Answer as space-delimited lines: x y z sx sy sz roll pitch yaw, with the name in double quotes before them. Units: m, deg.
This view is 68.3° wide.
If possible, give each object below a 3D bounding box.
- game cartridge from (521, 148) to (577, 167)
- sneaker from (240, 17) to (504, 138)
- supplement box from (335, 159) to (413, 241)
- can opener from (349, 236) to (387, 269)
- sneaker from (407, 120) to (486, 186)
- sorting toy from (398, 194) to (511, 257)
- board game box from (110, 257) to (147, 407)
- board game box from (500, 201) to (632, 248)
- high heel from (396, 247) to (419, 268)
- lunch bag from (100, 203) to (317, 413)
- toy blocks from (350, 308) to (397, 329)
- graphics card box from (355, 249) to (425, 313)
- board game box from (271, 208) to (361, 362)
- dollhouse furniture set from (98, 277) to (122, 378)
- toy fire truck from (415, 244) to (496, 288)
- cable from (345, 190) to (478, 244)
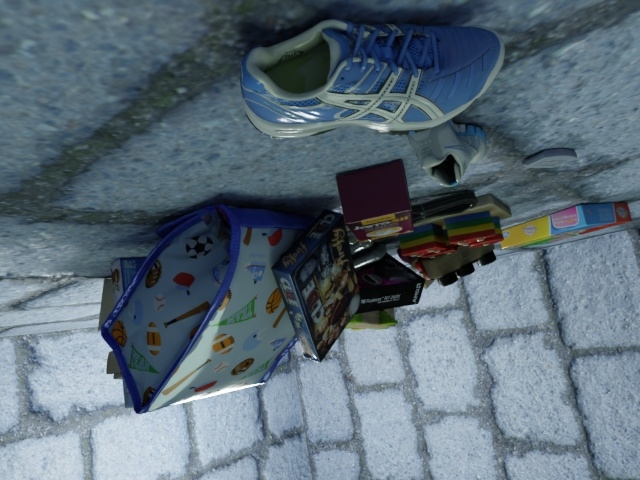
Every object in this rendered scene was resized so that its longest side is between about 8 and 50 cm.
"game cartridge" 0.394 -0.140 0.806 0.083 0.017 0.056 -5 172 -28
"sneaker" 0.039 -0.126 0.363 0.211 0.080 0.081 -12 173 3
"supplement box" 0.096 -0.058 0.783 0.104 0.081 0.188 -12 169 10
"can opener" 0.073 0.031 1.174 0.093 0.074 0.280 -44 -173 -25
"sneaker" 0.162 -0.104 0.594 0.071 0.083 0.190 -20 167 37
"sorting toy" 0.336 -0.021 1.188 0.255 0.090 0.257 -16 168 30
"board game box" -0.310 0.196 1.115 0.317 0.319 0.065 -1 166 -43
"board game box" 0.794 -0.046 1.554 0.242 0.064 0.316 -5 168 -28
"high heel" 0.382 0.020 1.585 0.244 0.082 0.117 -25 -149 -9
"lunch bag" -0.164 0.096 0.892 0.385 0.239 0.327 -51 152 21
"toy blocks" 0.159 0.179 1.703 0.190 0.261 0.381 -13 162 29
"graphics card box" 0.093 0.117 1.382 0.370 0.094 0.233 -2 -156 -32
"board game box" 0.003 0.089 0.871 0.042 0.243 0.165 16 -131 32
"dollhouse furniture set" -0.388 0.216 1.232 0.303 0.287 0.198 15 155 -41
"toy fire truck" 0.393 0.064 1.463 0.217 0.159 0.246 -26 -176 -14
"cable" 0.179 -0.067 0.970 0.287 0.072 0.139 -23 152 2
